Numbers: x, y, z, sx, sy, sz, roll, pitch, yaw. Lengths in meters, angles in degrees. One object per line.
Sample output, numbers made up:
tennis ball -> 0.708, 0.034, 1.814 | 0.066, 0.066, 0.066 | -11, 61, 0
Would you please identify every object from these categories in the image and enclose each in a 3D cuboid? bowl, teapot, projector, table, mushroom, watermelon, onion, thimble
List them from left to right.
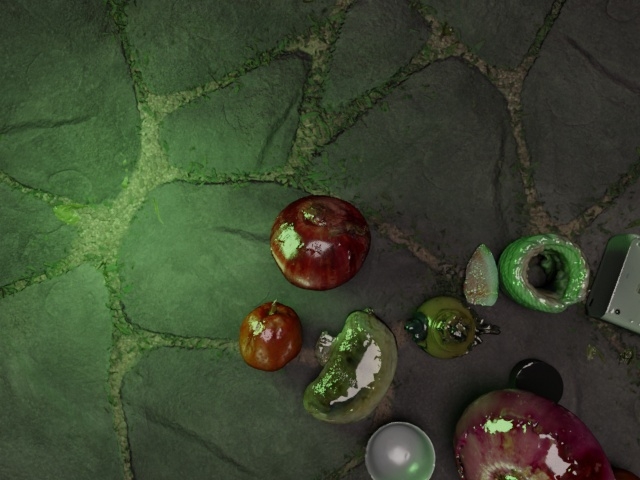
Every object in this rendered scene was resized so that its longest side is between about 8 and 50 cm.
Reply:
onion -> 0.000, 0.000, 1.112 | 0.276, 0.276, 0.276 | 0, 86, 2
mushroom -> 0.082, 0.362, 1.141 | 0.247, 0.130, 0.344 | 40, 88, 0
bowl -> 0.216, 0.588, 1.141 | 0.189, 0.086, 0.189 | 0, 85, 4
teapot -> 0.358, 0.240, 1.111 | 0.269, 0.182, 0.173 | 4, 85, 2
watermelon -> 0.464, 0.103, 1.177 | 0.094, 0.081, 0.180 | 12, 70, 19
onion -> 0.518, 0.543, 1.038 | 0.358, 0.345, 0.358 | 5, 107, 16
table -> 0.608, 0.405, 1.158 | 0.133, 0.043, 0.134 | 0, 85, 3
thimble -> 0.608, 0.090, 1.128 | 0.219, 0.150, 0.219 | 0, 85, 3
projector -> 0.889, 0.131, 1.134 | 0.198, 0.108, 0.250 | 22, 87, 3

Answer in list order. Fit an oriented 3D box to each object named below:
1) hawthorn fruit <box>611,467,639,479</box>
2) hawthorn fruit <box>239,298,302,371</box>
hawthorn fruit -> 0.783, 0.692, 1.053 | 0.185, 0.202, 0.185 | -1, 85, 11
hawthorn fruit -> -0.133, 0.249, 1.123 | 0.179, 0.179, 0.200 | 12, 120, 3
